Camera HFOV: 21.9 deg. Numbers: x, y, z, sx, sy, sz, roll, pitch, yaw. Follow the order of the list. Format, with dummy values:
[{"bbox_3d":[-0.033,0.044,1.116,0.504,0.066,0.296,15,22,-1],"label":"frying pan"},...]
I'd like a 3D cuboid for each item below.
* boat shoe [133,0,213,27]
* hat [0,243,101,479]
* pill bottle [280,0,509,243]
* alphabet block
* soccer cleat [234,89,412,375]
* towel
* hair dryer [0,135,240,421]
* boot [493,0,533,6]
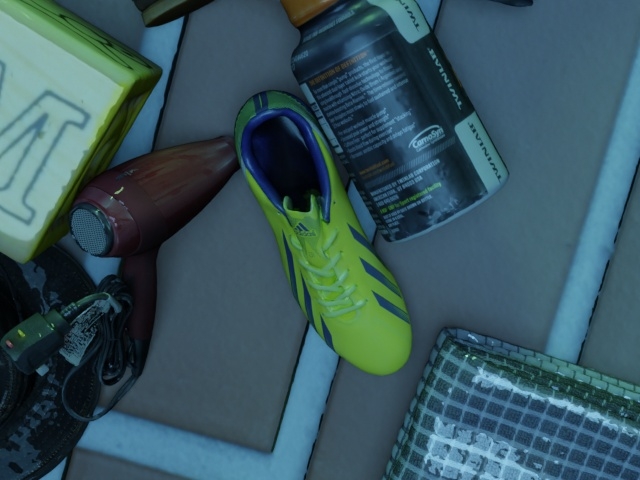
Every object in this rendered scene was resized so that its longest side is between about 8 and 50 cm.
[{"bbox_3d":[-0.082,-0.265,1.493,0.207,0.073,0.073,-22,85,10],"label":"boat shoe"},{"bbox_3d":[-0.369,0.106,1.533,0.331,0.134,0.331,0,99,2],"label":"hat"},{"bbox_3d":[0.058,-0.131,1.482,0.130,0.130,0.246,-28,97,6],"label":"pill bottle"},{"bbox_3d":[-0.279,-0.119,1.468,0.197,0.192,0.193,32,100,-1],"label":"alphabet block"},{"bbox_3d":[-0.001,0.000,1.508,0.093,0.121,0.289,-24,97,5],"label":"soccer cleat"},{"bbox_3d":[0.205,0.233,1.535,0.283,0.121,0.235,19,99,-1],"label":"towel"},{"bbox_3d":[-0.175,0.016,1.509,0.080,0.223,0.293,35,82,19],"label":"hair dryer"},{"bbox_3d":[0.072,-0.355,1.464,0.338,0.118,0.223,28,108,6],"label":"boot"}]
